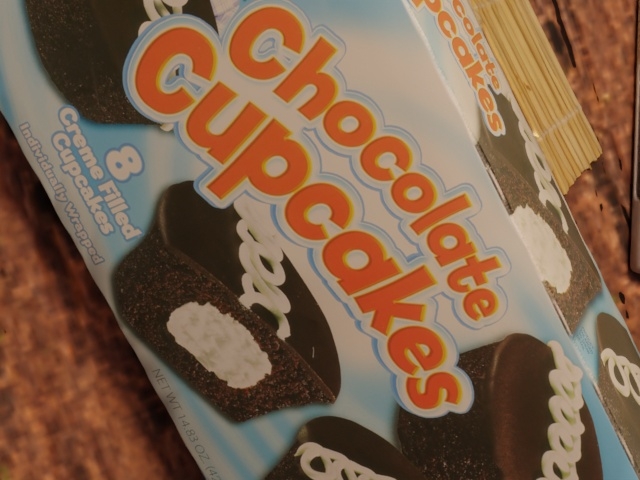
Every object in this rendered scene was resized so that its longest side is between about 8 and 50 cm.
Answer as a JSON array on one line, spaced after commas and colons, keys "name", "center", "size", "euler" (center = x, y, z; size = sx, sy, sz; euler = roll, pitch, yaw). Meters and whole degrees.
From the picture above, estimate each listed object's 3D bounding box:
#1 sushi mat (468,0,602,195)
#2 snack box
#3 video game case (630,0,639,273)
[{"name": "sushi mat", "center": [0.037, -0.151, 0.607], "size": [0.316, 0.019, 0.151], "euler": [63, 33, -10]}, {"name": "snack box", "center": [0.000, 0.000, 0.564], "size": [0.322, 0.187, 0.060], "euler": [62, 31, -9]}, {"name": "video game case", "center": [0.233, -0.053, 0.720], "size": [0.157, 0.019, 0.143], "euler": [2, 90, -17]}]
